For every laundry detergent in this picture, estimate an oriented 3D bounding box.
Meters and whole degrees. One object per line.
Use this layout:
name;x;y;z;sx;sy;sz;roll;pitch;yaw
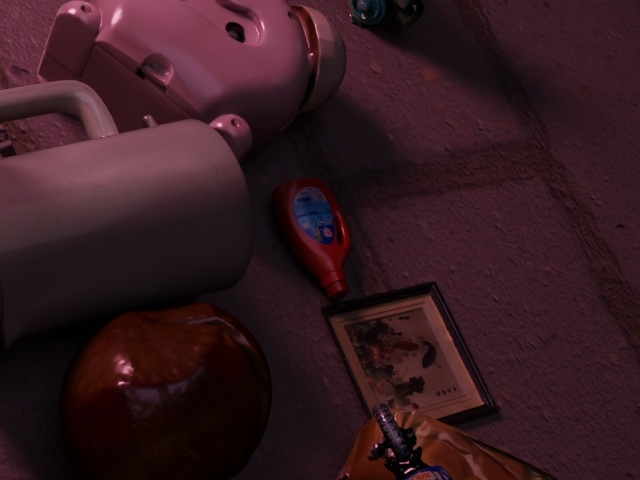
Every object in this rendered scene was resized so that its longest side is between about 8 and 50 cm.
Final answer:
laundry detergent;0.000;0.000;1.601;0.097;0.049;0.165;-8;66;-35

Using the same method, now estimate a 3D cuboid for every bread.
bread;0.149;0.289;1.430;0.241;0.136;0.107;26;53;-10

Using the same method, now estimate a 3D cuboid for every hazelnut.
hazelnut;-0.165;0.178;1.303;0.217;0.217;0.251;43;28;4

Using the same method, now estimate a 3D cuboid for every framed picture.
framed picture;0.113;0.154;1.581;0.195;0.010;0.199;-11;65;-32

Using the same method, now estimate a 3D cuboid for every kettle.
kettle;-0.260;-0.038;1.361;0.318;0.205;0.265;-15;106;-34

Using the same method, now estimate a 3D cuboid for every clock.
clock;-0.155;-0.251;1.611;0.342;0.184;0.326;41;45;-4

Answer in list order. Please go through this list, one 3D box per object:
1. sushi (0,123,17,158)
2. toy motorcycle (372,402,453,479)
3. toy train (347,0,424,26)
sushi;-0.457;-0.129;1.454;0.201;0.031;0.139;-18;69;-35
toy motorcycle;0.131;0.317;1.275;0.113;0.169;0.315;-27;104;-1
toy train;0.060;-0.459;1.838;0.298;0.194;0.120;45;51;6
